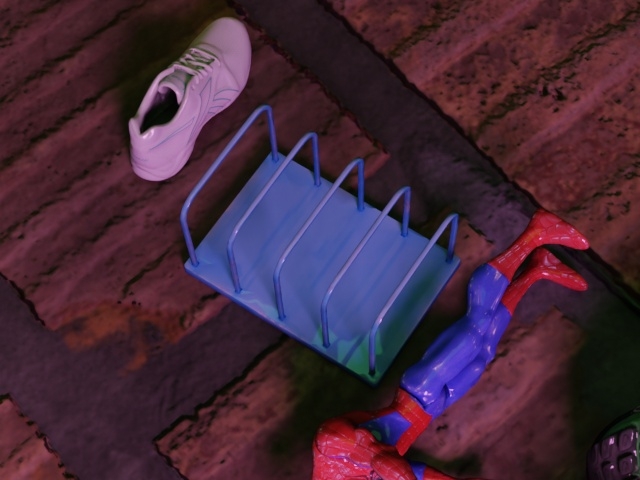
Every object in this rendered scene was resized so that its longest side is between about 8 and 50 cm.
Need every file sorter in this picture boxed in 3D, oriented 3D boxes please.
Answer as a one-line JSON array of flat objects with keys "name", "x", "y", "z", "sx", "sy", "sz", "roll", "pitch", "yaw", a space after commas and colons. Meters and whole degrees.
[{"name": "file sorter", "x": 0.000, "y": 0.000, "z": 0.941, "sx": 0.170, "sy": 0.104, "sz": 0.118, "roll": 31, "pitch": 70, "yaw": 14}]

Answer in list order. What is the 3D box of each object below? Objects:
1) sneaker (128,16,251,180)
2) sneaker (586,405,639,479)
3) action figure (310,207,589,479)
[{"name": "sneaker", "x": -0.099, "y": -0.118, "z": 1.023, "sx": 0.054, "sy": 0.061, "sz": 0.152, "roll": 23, "pitch": 67, "yaw": 14}, {"name": "sneaker", "x": 0.347, "y": 0.122, "z": 0.877, "sx": 0.344, "sy": 0.146, "sz": 0.134, "roll": -13, "pitch": 108, "yaw": 7}, {"name": "action figure", "x": 0.102, "y": 0.116, "z": 0.886, "sx": 0.280, "sy": 0.091, "sz": 0.139, "roll": -41, "pitch": 58, "yaw": -16}]
